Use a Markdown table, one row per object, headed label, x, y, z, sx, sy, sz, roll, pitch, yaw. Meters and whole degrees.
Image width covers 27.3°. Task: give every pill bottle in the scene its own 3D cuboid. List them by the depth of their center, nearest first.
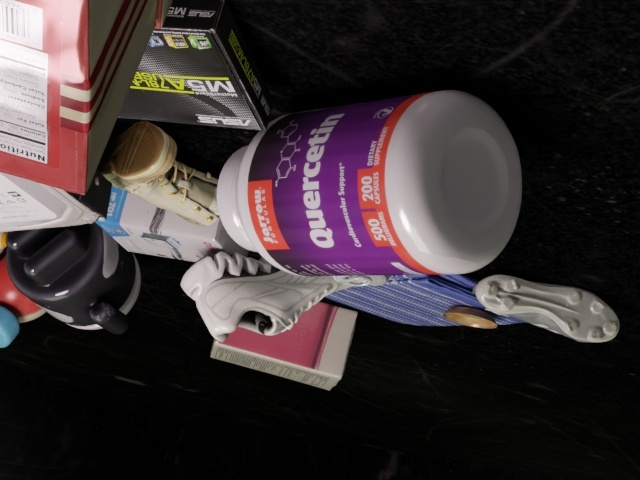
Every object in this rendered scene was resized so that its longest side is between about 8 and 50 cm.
| label | x | y | z | sx | sy | sz | roll | pitch | yaw |
| --- | --- | --- | --- | --- | --- | --- | --- | --- | --- |
| pill bottle | 0.039 | -0.053 | 1.378 | 0.181 | 0.181 | 0.323 | 28 | 159 | -39 |

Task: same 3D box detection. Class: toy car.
| label | x | y | z | sx | sy | sz | roll | pitch | yaw |
| --- | --- | --- | --- | --- | --- | --- | --- | --- | --- |
| toy car | -0.553 | 0.013 | 2.201 | 0.210 | 0.219 | 0.238 | 15 | 135 | 17 |

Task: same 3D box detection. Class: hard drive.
| label | x | y | z | sx | sy | sz | roll | pitch | yaw |
| --- | --- | --- | --- | --- | --- | --- | --- | --- | --- |
| hard drive | -0.432 | -0.101 | 1.549 | 0.237 | 0.064 | 0.339 | -4 | 155 | 22 |

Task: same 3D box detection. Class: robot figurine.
| label | x | y | z | sx | sy | sz | roll | pitch | yaw |
| --- | --- | --- | --- | --- | --- | --- | --- | --- | --- |
| robot figurine | -0.398 | 0.044 | 2.114 | 0.173 | 0.209 | 0.278 | -3 | 160 | 13 |

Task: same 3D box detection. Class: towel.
| label | x | y | z | sx | sy | sz | roll | pitch | yaw |
| --- | --- | --- | --- | --- | --- | --- | --- | --- | --- |
| towel | 0.151 | 0.084 | 2.032 | 0.243 | 0.040 | 0.336 | 22 | 165 | -31 |

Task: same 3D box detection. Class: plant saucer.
| label | x | y | z | sx | sy | sz | roll | pitch | yaw |
| --- | --- | --- | --- | --- | --- | --- | --- | --- | --- |
| plant saucer | 0.223 | 0.113 | 1.958 | 0.083 | 0.015 | 0.083 | 12 | 167 | 3 |

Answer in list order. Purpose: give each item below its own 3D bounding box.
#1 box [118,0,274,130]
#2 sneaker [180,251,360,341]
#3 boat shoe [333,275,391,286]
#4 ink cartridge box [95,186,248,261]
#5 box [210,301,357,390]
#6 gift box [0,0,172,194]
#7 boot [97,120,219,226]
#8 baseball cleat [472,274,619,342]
| label | x | y | z | sx | sy | sz | roll | pitch | yaw |
| --- | --- | --- | --- | --- | --- | --- | --- | --- | --- |
| box | -0.162 | -0.180 | 1.331 | 0.191 | 0.045 | 0.184 | 7 | 154 | 17 |
| sneaker | -0.052 | 0.076 | 1.868 | 0.292 | 0.118 | 0.110 | -8 | 151 | -32 |
| boat shoe | 0.002 | 0.000 | 1.733 | 0.118 | 0.103 | 0.320 | 6 | 162 | 29 |
| ink cartridge box | -0.205 | -0.028 | 1.870 | 0.191 | 0.082 | 0.139 | 10 | 163 | 18 |
| box | -0.067 | 0.167 | 2.325 | 0.232 | 0.127 | 0.148 | 16 | 164 | -4 |
| gift box | -0.212 | -0.225 | 0.906 | 0.255 | 0.258 | 0.276 | 18 | 144 | -5 |
| boot | -0.185 | -0.079 | 1.670 | 0.165 | 0.077 | 0.213 | 27 | 166 | -25 |
| baseball cleat | 0.316 | 0.090 | 1.855 | 0.206 | 0.072 | 0.109 | 20 | 178 | -2 |
